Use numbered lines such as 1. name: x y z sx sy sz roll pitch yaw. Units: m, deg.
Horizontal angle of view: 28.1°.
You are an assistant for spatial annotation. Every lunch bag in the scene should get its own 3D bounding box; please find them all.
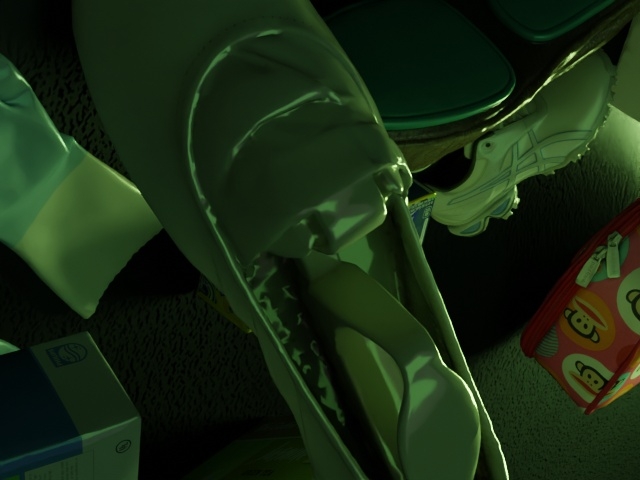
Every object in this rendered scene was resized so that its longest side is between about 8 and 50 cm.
1. lunch bag: 0.335 0.013 1.187 0.293 0.120 0.258 -34 161 -29

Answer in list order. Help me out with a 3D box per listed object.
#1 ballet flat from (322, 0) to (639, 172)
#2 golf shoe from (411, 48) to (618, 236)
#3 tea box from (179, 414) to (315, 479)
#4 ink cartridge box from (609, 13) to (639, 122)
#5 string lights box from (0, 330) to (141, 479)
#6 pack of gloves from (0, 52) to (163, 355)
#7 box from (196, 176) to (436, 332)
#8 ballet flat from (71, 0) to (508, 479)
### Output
1. ballet flat: 0.090 -0.114 0.842 0.342 0.116 0.124 -35 163 -34
2. golf shoe: 0.139 -0.078 0.936 0.176 0.069 0.086 -48 139 14
3. tea box: -0.022 0.331 0.847 0.323 0.329 0.220 -35 -172 -30
4. ink cartridge box: 0.414 -0.118 1.073 0.201 0.278 0.117 -22 139 -40
5. string lights box: -0.225 0.148 0.643 0.259 0.077 0.133 -14 133 -28
6. pack of gloves: -0.180 0.020 0.659 0.195 0.046 0.232 -49 148 -5
7. box: 0.000 0.000 0.862 0.169 0.054 0.059 -23 137 -40
8. ballet flat: 0.010 0.012 0.662 0.139 0.139 0.400 -36 116 -25
